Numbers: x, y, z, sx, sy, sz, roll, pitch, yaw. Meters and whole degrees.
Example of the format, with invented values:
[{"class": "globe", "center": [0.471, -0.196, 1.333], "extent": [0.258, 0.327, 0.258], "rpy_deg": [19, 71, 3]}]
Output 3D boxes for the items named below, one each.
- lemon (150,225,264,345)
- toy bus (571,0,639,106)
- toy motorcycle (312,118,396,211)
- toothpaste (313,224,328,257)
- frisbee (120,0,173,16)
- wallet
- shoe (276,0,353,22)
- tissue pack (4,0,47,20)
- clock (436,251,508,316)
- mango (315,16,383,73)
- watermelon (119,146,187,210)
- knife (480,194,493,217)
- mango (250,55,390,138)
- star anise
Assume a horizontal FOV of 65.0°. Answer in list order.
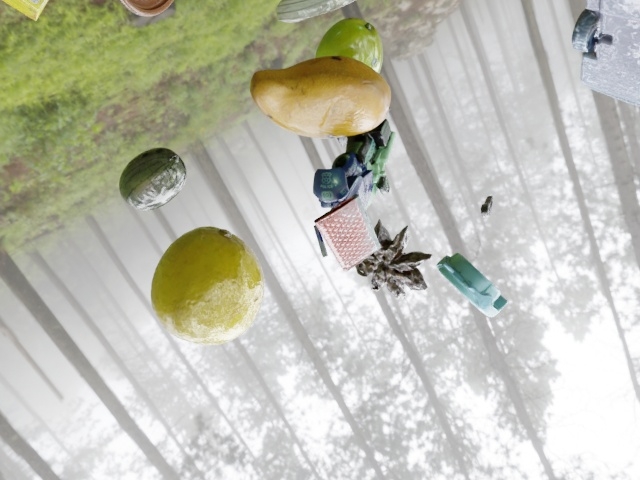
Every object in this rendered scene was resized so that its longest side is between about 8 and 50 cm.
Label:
[{"class": "lemon", "center": [-0.321, 0.132, 1.452], "extent": [0.348, 0.348, 0.348], "rpy_deg": [-23, -160, 9]}, {"class": "toy bus", "center": [0.290, -0.258, 0.410], "extent": [0.109, 0.329, 0.136], "rpy_deg": [35, -96, 34]}, {"class": "toy motorcycle", "center": [0.074, -0.150, 1.156], "extent": [0.125, 0.196, 0.331], "rpy_deg": [2, -125, 29]}, {"class": "toothpaste", "center": [0.000, 0.000, 1.206], "extent": [0.015, 0.083, 0.024], "rpy_deg": [-13, 168, -28]}, {"class": "frisbee", "center": [-0.284, -0.506, 0.834], "extent": [0.021, 0.251, 0.251], "rpy_deg": [21, -145, 10]}, {"class": "wallet", "center": [0.062, -0.011, 1.048], "extent": [0.103, 0.196, 0.020], "rpy_deg": [-35, -127, -2]}, {"class": "shoe", "center": [0.032, -0.587, 1.071], "extent": [0.316, 0.159, 0.124], "rpy_deg": [-28, -152, -16]}, {"class": "tissue pack", "center": [-0.540, -0.468, 0.839], "extent": [0.062, 0.176, 0.095], "rpy_deg": [3, -112, 56]}, {"class": "clock", "center": [0.481, 0.132, 1.608], "extent": [0.094, 0.274, 0.223], "rpy_deg": [-46, -120, 8]}, {"class": "mango", "center": [0.064, -0.443, 1.316], "extent": [0.293, 0.175, 0.143], "rpy_deg": [118, -22, -57]}, {"class": "watermelon", "center": [-0.240, -0.090, 0.724], "extent": [0.111, 0.078, 0.078], "rpy_deg": [-33, -163, 17]}, {"class": "knife", "center": [0.391, -0.083, 1.174], "extent": [0.018, 0.031, 0.121], "rpy_deg": [-9, -161, 27]}, {"class": "mango", "center": [0.003, -0.306, 1.069], "extent": [0.295, 0.177, 0.120], "rpy_deg": [7, -135, 7]}, {"class": "star anise", "center": [0.250, 0.081, 1.825], "extent": [0.332, 0.331, 0.117], "rpy_deg": [-8, -159, 42]}]
